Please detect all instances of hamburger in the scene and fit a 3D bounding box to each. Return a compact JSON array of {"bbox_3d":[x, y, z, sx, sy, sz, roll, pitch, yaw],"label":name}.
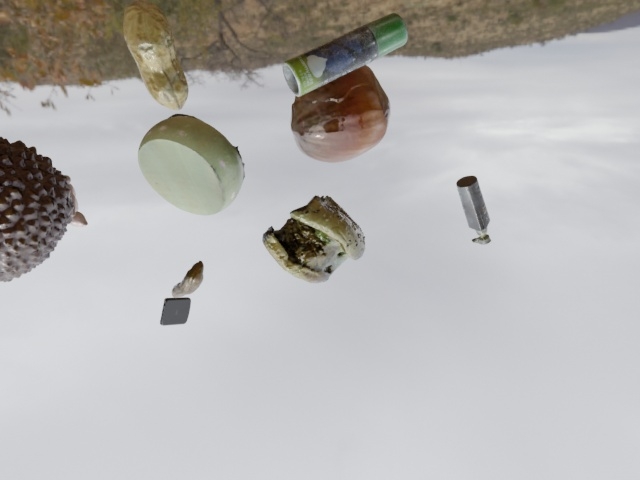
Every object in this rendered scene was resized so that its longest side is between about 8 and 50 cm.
[{"bbox_3d":[0.000,0.000,1.223,0.192,0.167,0.288,42,-170,4],"label":"hamburger"}]

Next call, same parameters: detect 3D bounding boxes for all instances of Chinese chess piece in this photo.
[{"bbox_3d":[-0.423,-0.243,1.735,0.350,0.349,0.146,7,-131,24],"label":"Chinese chess piece"}]

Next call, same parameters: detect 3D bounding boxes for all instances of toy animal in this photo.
[{"bbox_3d":[-0.778,-0.102,1.569,0.124,0.124,0.212,-13,-140,-24],"label":"toy animal"}]

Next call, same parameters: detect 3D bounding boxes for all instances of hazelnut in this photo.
[{"bbox_3d":[0.065,-0.437,1.820,0.372,0.372,0.315,-14,-148,-27],"label":"hazelnut"}]

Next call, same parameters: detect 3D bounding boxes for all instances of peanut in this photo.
[{"bbox_3d":[-0.262,-0.293,0.847,0.080,0.174,0.080,-13,-154,7],"label":"peanut"}]

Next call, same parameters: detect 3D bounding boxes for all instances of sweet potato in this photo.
[{"bbox_3d":[-0.376,0.126,1.485,0.182,0.054,0.053,-40,-166,37],"label":"sweet potato"}]

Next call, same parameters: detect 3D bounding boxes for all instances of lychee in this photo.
[{"bbox_3d":[-0.689,-0.063,1.112,0.306,0.330,0.306,-13,-129,16],"label":"lychee"}]

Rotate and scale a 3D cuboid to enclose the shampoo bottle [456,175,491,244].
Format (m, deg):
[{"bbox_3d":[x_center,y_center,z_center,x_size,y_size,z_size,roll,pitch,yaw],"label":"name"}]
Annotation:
[{"bbox_3d":[0.424,-0.076,1.444,0.057,0.207,0.064,-42,-148,-28],"label":"shampoo bottle"}]

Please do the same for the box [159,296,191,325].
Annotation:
[{"bbox_3d":[-0.617,0.302,2.246,0.125,0.126,0.027,3,-164,-42],"label":"box"}]

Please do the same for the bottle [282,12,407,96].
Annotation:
[{"bbox_3d":[0.066,-0.476,1.342,0.330,0.093,0.093,-29,-151,-13],"label":"bottle"}]
